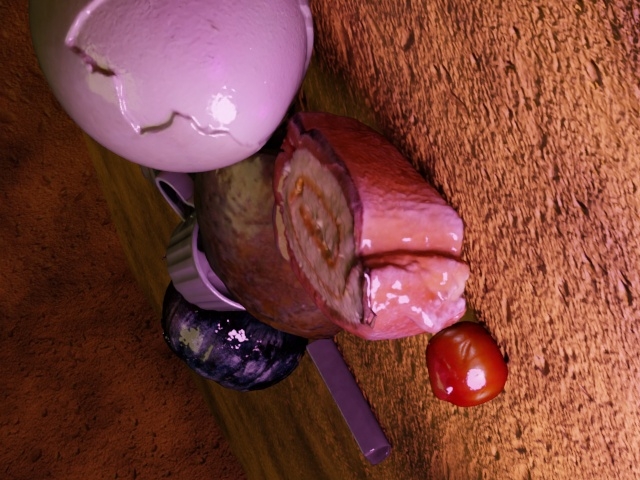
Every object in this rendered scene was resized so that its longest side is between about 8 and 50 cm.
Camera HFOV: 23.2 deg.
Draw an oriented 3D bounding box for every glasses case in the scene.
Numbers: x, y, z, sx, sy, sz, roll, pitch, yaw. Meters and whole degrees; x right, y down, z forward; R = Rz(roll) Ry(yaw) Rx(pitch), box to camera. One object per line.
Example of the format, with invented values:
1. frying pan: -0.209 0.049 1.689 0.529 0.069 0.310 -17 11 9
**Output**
1. glasses case: 0.040 0.227 2.226 0.190 0.042 0.072 61 174 20

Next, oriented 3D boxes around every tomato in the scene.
1. tomato: 0.138 0.121 1.508 0.087 0.075 0.087 158 90 -81

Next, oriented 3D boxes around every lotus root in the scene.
1. lotus root: -0.055 0.002 1.833 0.210 0.142 0.314 51 151 42

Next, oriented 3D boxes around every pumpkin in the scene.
1. pumpkin: -0.126 0.117 2.320 0.233 0.163 0.233 31 -158 -14

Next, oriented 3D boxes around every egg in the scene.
1. egg: -0.144 -0.211 1.575 0.336 0.278 0.278 51 162 40

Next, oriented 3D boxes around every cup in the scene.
1. cup: -0.124 -0.008 2.116 0.202 0.167 0.221 162 92 -70

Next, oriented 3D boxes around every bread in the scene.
1. bread: 0.049 0.003 1.499 0.244 0.123 0.190 -124 33 -48

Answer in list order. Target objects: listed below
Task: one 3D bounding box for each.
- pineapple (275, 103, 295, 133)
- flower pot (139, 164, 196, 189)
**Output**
1. pineapple: -0.089 -0.141 1.895 0.128 0.128 0.248 63 162 11
2. flower pot: -0.203 -0.170 2.210 0.243 0.157 0.189 58 166 6
